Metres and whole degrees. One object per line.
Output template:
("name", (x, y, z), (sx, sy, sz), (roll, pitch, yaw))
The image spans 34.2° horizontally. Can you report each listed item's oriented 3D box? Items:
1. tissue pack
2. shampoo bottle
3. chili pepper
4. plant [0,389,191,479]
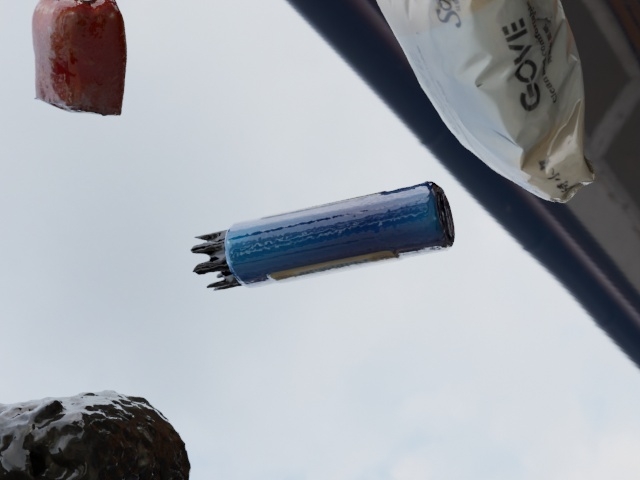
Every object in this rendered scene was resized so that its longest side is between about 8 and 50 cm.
("tissue pack", (0.234, -0.265, 1.459), (0.195, 0.390, 0.375), (-28, -68, -4))
("shampoo bottle", (0.000, 0.000, 0.734), (0.087, 0.183, 0.050), (10, -111, -75))
("chili pepper", (-0.230, -0.206, 0.997), (0.086, 0.084, 0.192), (-17, -53, -40))
("plant", (-0.282, 0.255, 0.992), (0.312, 0.215, 0.213), (9, -100, -58))
